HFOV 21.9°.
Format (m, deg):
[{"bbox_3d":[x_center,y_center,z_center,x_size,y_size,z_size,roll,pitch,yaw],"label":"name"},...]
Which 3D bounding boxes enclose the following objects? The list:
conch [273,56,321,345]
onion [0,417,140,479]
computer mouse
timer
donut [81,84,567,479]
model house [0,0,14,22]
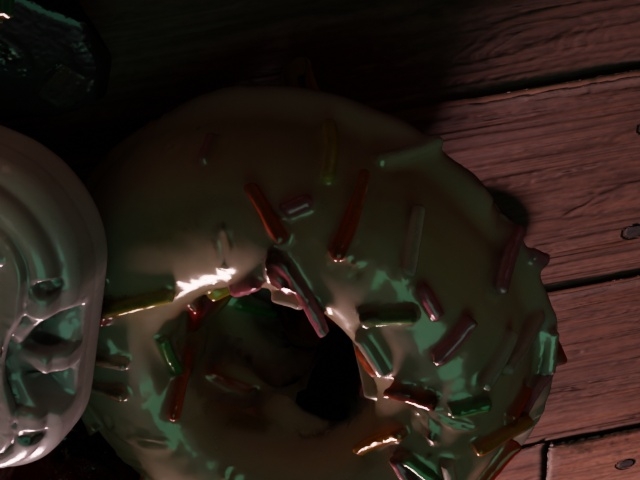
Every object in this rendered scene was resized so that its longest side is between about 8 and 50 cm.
[{"bbox_3d":[0.001,-0.003,1.269,0.109,0.093,0.330,3,124,17],"label":"conch"},{"bbox_3d":[-0.217,0.226,1.361,0.221,0.281,0.281,-22,144,-14],"label":"onion"},{"bbox_3d":[-0.207,-0.141,1.049,0.172,0.057,0.099,30,128,-27],"label":"computer mouse"},{"bbox_3d":[-0.266,0.030,1.117,0.237,0.087,0.262,22,126,14],"label":"timer"},{"bbox_3d":[-0.019,0.073,1.180,0.383,0.142,0.382,11,128,14],"label":"donut"},{"bbox_3d":[-0.240,-0.186,0.884,0.178,0.271,0.206,24,93,-36],"label":"model house"}]
